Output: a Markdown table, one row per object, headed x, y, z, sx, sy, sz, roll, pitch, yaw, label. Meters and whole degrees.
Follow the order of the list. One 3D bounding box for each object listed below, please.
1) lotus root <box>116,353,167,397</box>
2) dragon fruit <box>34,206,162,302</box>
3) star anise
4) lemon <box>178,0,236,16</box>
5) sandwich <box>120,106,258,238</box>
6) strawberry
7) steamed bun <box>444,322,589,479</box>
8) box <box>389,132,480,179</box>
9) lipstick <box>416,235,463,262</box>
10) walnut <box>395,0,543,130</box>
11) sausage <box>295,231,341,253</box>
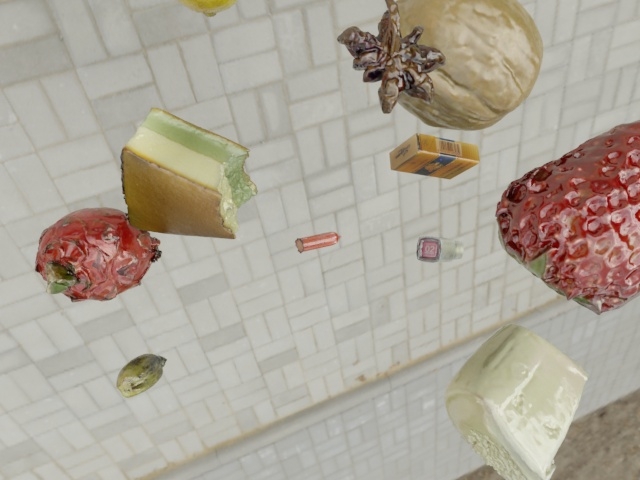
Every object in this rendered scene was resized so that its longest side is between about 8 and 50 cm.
| x | y | z | sx | sy | sz | roll | pitch | yaw | label |
| --- | --- | --- | --- | --- | --- | --- | --- | --- | --- |
| -0.280 | 0.208 | 0.804 | 0.049 | 0.099 | 0.054 | 0 | 104 | 20 | lotus root |
| -0.389 | 0.026 | 0.889 | 0.209 | 0.172 | 0.172 | -11 | 135 | -55 | dragon fruit |
| 0.069 | -0.232 | 0.572 | 0.097 | 0.191 | 0.070 | -33 | 171 | 3 | star anise |
| -0.263 | -0.654 | 1.142 | 0.235 | 0.236 | 0.263 | 11 | 117 | -30 | lemon |
| -0.202 | -0.072 | 0.801 | 0.186 | 0.108 | 0.220 | 25 | 148 | -4 | sandwich |
| 0.348 | -0.046 | 0.627 | 0.205 | 0.205 | 0.244 | 29 | 102 | -37 | strawberry |
| 0.325 | 0.263 | 0.856 | 0.225 | 0.200 | 0.170 | -36 | 166 | -27 | steamed bun |
| 0.356 | -0.259 | 1.605 | 0.237 | 0.070 | 0.152 | 7 | 163 | -23 | box |
| 0.381 | 0.030 | 1.595 | 0.252 | 0.078 | 0.078 | 4 | 92 | -58 | lipstick |
| 0.262 | -0.358 | 0.998 | 0.313 | 0.277 | 0.252 | 33 | 91 | -8 | walnut |
| 0.000 | 0.000 | 1.462 | 0.145 | 0.048 | 0.050 | -12 | 126 | -30 | sausage |
